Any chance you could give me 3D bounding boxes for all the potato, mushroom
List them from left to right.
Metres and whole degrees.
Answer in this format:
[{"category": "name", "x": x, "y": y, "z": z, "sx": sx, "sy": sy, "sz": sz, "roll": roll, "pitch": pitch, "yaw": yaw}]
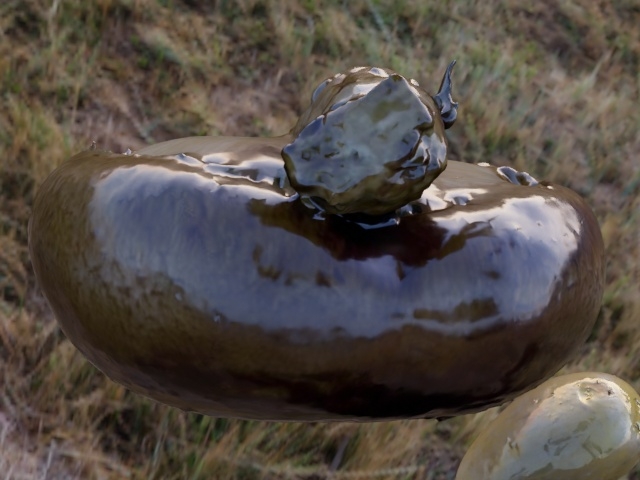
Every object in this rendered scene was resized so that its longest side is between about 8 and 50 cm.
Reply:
[{"category": "mushroom", "x": 0.001, "y": 0.013, "z": 0.661, "sx": 0.297, "sy": 0.278, "sz": 0.163, "roll": 2, "pitch": 80, "yaw": -12}, {"category": "potato", "x": 0.252, "y": 0.234, "z": 1.419, "sx": 0.150, "sy": 0.234, "sz": 0.146, "roll": 48, "pitch": 18, "yaw": -32}]
